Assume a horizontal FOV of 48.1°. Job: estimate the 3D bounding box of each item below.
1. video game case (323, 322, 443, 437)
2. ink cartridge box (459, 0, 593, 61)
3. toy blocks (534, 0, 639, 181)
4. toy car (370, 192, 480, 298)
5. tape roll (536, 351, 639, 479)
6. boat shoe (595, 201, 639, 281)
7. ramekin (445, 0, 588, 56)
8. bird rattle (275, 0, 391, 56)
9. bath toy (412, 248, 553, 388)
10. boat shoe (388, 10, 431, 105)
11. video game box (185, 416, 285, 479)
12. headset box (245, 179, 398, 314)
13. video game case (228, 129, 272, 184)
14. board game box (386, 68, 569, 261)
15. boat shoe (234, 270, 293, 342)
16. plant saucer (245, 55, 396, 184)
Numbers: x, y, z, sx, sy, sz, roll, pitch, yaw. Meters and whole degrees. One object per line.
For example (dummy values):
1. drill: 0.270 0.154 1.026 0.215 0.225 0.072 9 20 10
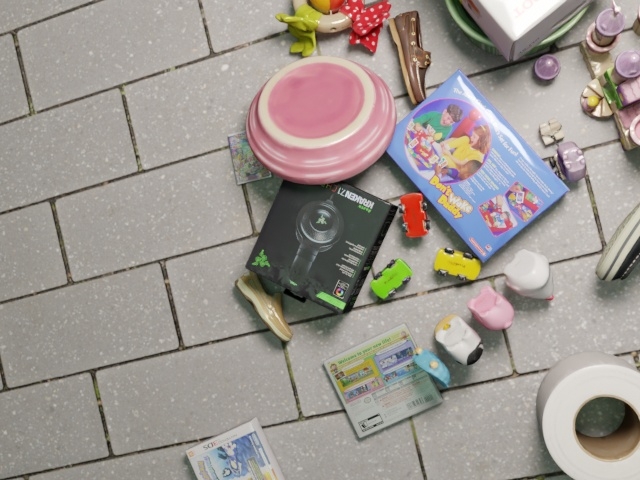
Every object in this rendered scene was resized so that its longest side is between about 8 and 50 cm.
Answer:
1. video game case: 0.140 0.317 1.624 0.212 0.023 0.193 -27 85 12
2. ink cartridge box: 0.355 -0.582 1.345 0.279 0.160 0.385 -38 83 10
3. toy blocks: 0.579 -0.302 1.401 0.308 0.260 0.289 -21 86 12
4. toy car: 0.203 0.039 1.585 0.225 0.053 0.239 -42 92 16
5. tape roll: 0.569 0.359 1.455 0.246 0.169 0.246 0 90 13
6. boat shoe: 0.749 -0.089 1.408 0.500 0.187 0.156 -45 76 4
7. ramekin: 0.409 -0.532 1.494 0.303 0.148 0.304 0 91 12
8. bird rattle: 0.027 -0.522 1.595 0.253 0.143 0.207 -11 72 9
9. bath toy: 0.356 0.167 1.525 0.348 0.151 0.129 -44 119 7
10. boat shoe: 0.207 -0.404 1.578 0.073 0.073 0.207 -14 88 14
11. video game box: -0.194 0.547 1.688 0.187 0.048 0.205 -27 85 14
12. headset box: 0.000 0.000 1.597 0.246 0.131 0.283 26 96 12
13. video game case: -0.166 -0.200 1.693 0.087 0.011 0.122 -12 88 13
14. board game box: 0.326 -0.159 1.550 0.233 0.078 0.347 -41 82 10
15. boat shoe: -0.117 0.146 1.661 0.072 0.068 0.190 -40 82 -2
16. plant saucer: -0.004 -0.277 1.546 0.332 0.084 0.332 -4 61 8
